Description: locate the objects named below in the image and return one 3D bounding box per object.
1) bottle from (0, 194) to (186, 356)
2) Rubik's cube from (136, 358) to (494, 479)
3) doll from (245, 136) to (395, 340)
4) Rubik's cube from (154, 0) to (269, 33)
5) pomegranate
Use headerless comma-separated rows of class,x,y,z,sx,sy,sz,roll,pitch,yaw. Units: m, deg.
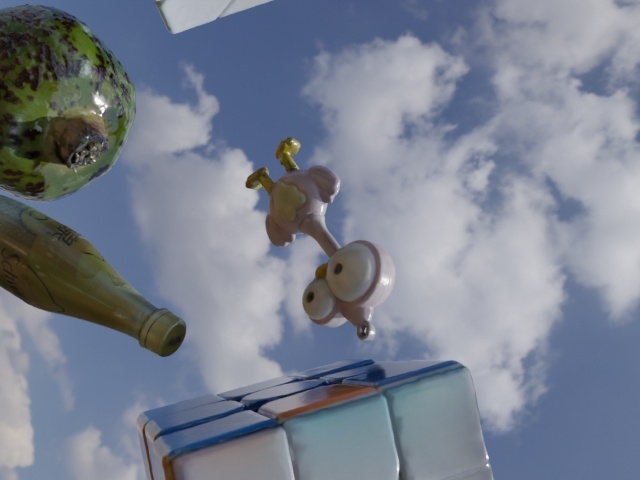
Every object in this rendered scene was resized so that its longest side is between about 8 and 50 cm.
bottle,-0.241,0.034,0.603,0.270,0.083,0.083,24,-57,23
Rubik's cube,-0.009,0.293,0.649,0.292,0.291,0.291,158,-79,-67
doll,0.001,0.000,0.973,0.160,0.094,0.365,-44,-128,21
Rubik's cube,-0.151,-0.549,0.892,0.322,0.319,0.315,80,-10,-72
pomegranate,-0.362,-0.168,0.822,0.270,0.254,0.254,42,-47,31
